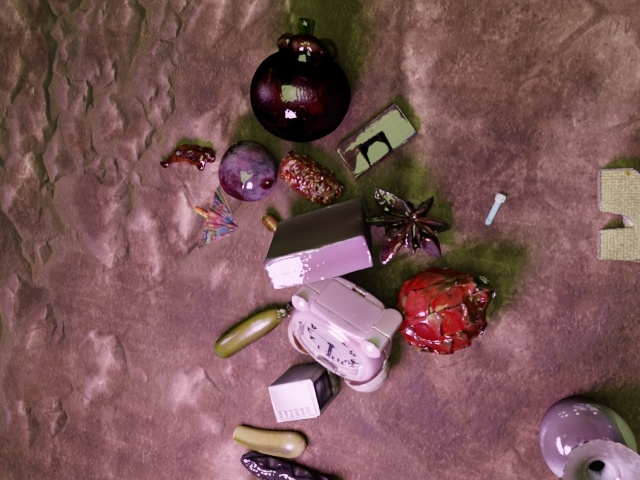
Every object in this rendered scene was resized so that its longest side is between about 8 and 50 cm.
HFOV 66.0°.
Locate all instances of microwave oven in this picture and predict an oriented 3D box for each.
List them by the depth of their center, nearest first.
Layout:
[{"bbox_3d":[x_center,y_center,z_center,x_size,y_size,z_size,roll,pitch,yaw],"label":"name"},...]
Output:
[{"bbox_3d":[-0.045,0.464,1.516,0.163,0.205,0.129,-17,88,19],"label":"microwave oven"}]

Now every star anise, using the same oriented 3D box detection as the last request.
[{"bbox_3d":[0.246,-0.048,1.409,0.283,0.129,0.212,-3,68,-19],"label":"star anise"}]

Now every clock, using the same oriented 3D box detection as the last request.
[{"bbox_3d":[0.060,0.271,1.430,0.342,0.184,0.325,35,144,21],"label":"clock"}]

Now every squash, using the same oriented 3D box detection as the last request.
[{"bbox_3d":[-0.225,0.295,1.627,0.332,0.087,0.087,-32,84,15],"label":"squash"},{"bbox_3d":[-0.166,0.666,1.636,0.250,0.083,0.083,1,94,20],"label":"squash"}]

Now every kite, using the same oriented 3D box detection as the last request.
[{"bbox_3d":[-0.363,-0.063,1.684,0.183,0.014,0.241,28,103,15],"label":"kite"}]

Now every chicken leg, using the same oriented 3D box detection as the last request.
[{"bbox_3d":[-0.453,-0.284,1.679,0.219,0.048,0.089,6,92,17],"label":"chicken leg"}]

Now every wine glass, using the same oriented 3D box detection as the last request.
[{"bbox_3d":[0.674,0.531,1.233,0.238,0.323,0.237,1,93,20],"label":"wine glass"}]

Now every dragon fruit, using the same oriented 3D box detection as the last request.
[{"bbox_3d":[0.342,0.189,1.371,0.299,0.244,0.244,-31,84,23],"label":"dragon fruit"}]

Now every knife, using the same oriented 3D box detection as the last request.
[{"bbox_3d":[0.498,-0.088,1.412,0.027,0.010,0.096,26,103,14],"label":"knife"}]

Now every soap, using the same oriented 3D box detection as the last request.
[{"bbox_3d":[0.000,0.000,1.406,0.286,0.296,0.107,-14,112,11],"label":"soap"}]

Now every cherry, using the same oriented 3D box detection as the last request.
[{"bbox_3d":[-0.221,-0.213,1.544,0.195,0.195,0.195,1,94,17],"label":"cherry"}]

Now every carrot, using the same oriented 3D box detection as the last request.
[{"bbox_3d":[-0.100,0.010,1.592,0.049,0.049,0.254,-43,85,15],"label":"carrot"}]

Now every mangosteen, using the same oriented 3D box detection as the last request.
[{"bbox_3d":[-0.051,-0.432,1.406,0.297,0.297,0.313,44,144,10],"label":"mangosteen"}]

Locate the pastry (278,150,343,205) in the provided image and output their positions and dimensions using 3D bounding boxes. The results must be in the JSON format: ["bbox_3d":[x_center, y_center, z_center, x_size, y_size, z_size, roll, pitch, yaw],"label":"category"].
[{"bbox_3d":[-0.030,-0.190,1.530,0.208,0.097,0.115,39,114,10],"label":"pastry"}]

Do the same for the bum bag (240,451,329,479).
[{"bbox_3d":[-0.103,0.769,1.597,0.341,0.144,0.095,10,54,16],"label":"bum bag"}]

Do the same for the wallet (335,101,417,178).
[{"bbox_3d":[0.166,-0.300,1.487,0.230,0.042,0.124,-36,80,14],"label":"wallet"}]

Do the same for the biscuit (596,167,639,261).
[{"bbox_3d":[0.806,-0.067,1.297,0.147,0.046,0.249,-2,94,19],"label":"biscuit"}]
